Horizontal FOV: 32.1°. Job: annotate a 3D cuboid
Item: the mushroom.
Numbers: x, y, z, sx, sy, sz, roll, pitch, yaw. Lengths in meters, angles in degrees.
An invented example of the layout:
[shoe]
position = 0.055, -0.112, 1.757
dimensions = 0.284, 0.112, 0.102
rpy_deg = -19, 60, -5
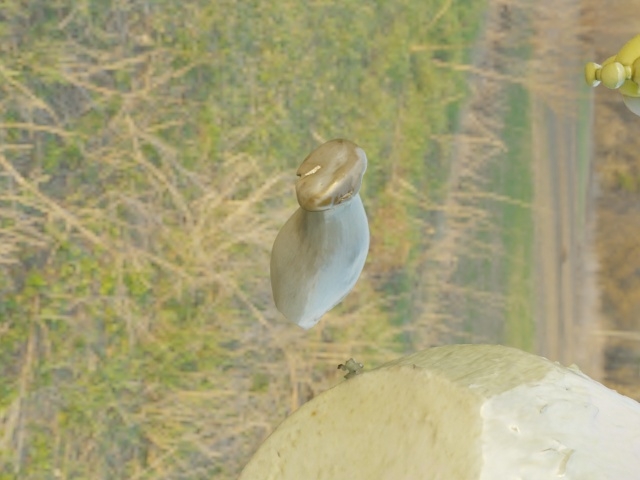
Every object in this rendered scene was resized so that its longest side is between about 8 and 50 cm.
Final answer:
[mushroom]
position = -0.001, -0.001, 1.081
dimensions = 0.097, 0.088, 0.212
rpy_deg = -24, 146, -31

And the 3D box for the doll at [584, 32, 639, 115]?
[doll]
position = 0.377, -0.162, 0.987
dimensions = 0.117, 0.291, 0.086
rpy_deg = -157, -123, -75

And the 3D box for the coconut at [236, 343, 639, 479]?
[coconut]
position = 0.131, 0.285, 0.745
dimensions = 0.404, 0.405, 0.404
rpy_deg = 1, 90, -74
